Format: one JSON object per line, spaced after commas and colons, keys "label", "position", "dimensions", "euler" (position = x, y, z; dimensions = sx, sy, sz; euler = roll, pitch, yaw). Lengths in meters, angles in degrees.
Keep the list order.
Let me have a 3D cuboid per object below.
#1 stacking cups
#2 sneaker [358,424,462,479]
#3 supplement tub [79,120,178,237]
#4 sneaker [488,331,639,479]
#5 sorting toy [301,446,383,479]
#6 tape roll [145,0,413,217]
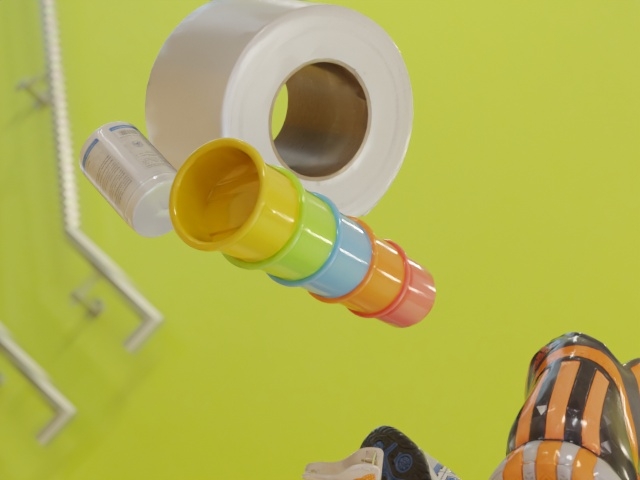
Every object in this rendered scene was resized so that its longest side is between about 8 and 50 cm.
{"label": "stacking cups", "position": [0.000, 0.000, 1.657], "dimensions": [0.096, 0.096, 0.316], "euler": [43, 11, 34]}
{"label": "sneaker", "position": [0.114, 0.272, 2.003], "dimensions": [0.211, 0.080, 0.081], "euler": [45, 9, 38]}
{"label": "supplement tub", "position": [-0.178, -0.060, 1.863], "dimensions": [0.107, 0.071, 0.071], "euler": [47, 2, 37]}
{"label": "sneaker", "position": [0.190, 0.193, 1.259], "dimensions": [0.124, 0.180, 0.321], "euler": [5, -48, 18]}
{"label": "sorting toy", "position": [0.021, 0.226, 1.868], "dimensions": [0.075, 0.045, 0.083], "euler": [6, 6, 4]}
{"label": "tape roll", "position": [-0.044, -0.140, 2.094], "dimensions": [0.246, 0.246, 0.169], "euler": [43, -15, -31]}
